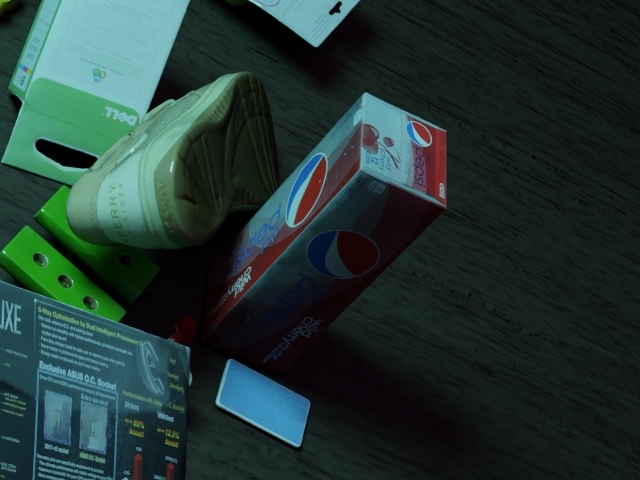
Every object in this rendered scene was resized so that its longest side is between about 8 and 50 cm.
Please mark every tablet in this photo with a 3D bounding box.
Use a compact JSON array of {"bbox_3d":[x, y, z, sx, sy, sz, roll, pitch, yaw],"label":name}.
[{"bbox_3d":[-0.048,0.138,1.628,0.083,0.006,0.054,30,43,-15],"label":"tablet"}]

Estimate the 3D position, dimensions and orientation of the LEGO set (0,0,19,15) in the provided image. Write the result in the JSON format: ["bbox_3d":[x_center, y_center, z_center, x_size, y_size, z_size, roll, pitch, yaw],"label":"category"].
[{"bbox_3d":[-0.310,-0.239,1.679,0.227,0.087,0.093,25,29,-19],"label":"LEGO set"}]

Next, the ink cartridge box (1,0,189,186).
[{"bbox_3d":[-0.199,-0.154,1.671,0.109,0.209,0.062,19,5,-26],"label":"ink cartridge box"}]

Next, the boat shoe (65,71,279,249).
[{"bbox_3d":[-0.119,-0.070,1.642,0.341,0.110,0.121,-39,120,-72],"label":"boat shoe"}]

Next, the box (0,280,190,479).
[{"bbox_3d":[-0.207,0.161,1.290,0.307,0.077,0.242,24,62,-55],"label":"box"}]

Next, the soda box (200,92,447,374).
[{"bbox_3d":[0.000,0.000,1.586,0.083,0.263,0.092,23,46,-21],"label":"soda box"}]

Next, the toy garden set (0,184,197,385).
[{"bbox_3d":[-0.193,0.095,1.525,0.204,0.049,0.244,42,37,-6],"label":"toy garden set"}]

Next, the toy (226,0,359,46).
[{"bbox_3d":[-0.080,-0.278,1.915,0.237,0.056,0.137,37,45,1],"label":"toy"}]
